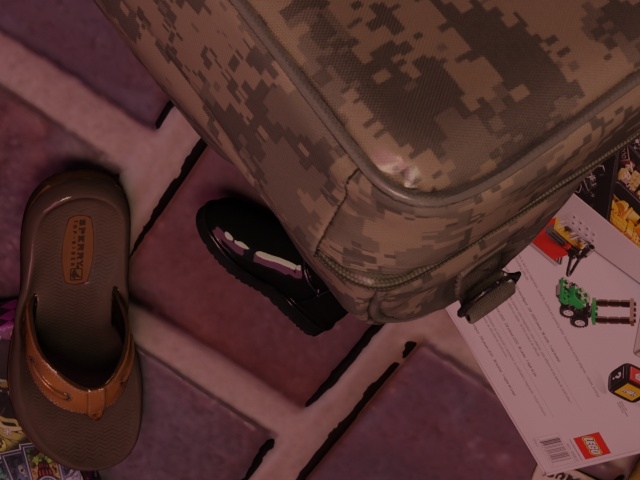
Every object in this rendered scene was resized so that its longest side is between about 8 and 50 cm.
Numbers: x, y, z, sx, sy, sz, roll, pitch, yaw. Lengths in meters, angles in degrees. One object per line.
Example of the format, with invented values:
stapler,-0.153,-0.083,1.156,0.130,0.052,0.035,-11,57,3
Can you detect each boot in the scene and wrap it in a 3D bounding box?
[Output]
boot,0.000,0.000,1.053,0.099,0.045,0.121,-33,115,35

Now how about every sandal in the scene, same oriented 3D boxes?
sandal,-0.146,0.061,1.114,0.090,0.060,0.219,-6,122,-22

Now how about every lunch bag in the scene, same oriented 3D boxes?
lunch bag,0.008,-0.120,0.817,0.305,0.212,0.256,52,159,12

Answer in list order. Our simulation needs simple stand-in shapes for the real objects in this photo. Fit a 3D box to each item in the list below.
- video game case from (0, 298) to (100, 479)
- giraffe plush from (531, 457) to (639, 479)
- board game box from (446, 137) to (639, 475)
video game case,-0.274,0.156,1.208,0.232,0.042,0.210,-13,119,5
giraffe plush,0.213,0.211,1.042,0.210,0.170,0.181,5,124,15
board game box,0.146,-0.016,0.988,0.193,0.053,0.305,-19,115,29
